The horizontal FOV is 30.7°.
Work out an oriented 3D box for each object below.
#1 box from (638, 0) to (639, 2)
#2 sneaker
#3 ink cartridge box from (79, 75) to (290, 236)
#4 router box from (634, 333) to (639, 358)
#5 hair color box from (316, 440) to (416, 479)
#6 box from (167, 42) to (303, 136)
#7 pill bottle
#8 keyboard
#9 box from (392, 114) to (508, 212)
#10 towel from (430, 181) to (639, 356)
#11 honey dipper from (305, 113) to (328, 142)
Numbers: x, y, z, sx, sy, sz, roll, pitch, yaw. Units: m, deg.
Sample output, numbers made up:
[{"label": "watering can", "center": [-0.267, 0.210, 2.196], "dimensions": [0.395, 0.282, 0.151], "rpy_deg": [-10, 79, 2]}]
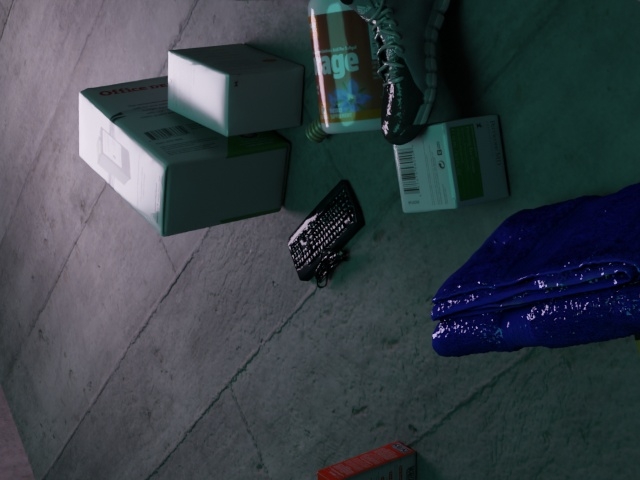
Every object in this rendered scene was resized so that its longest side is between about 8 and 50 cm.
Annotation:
[{"label": "box", "center": [0.343, -0.287, 0.954], "dimensions": [0.232, 0.058, 0.322], "rpy_deg": [-51, 55, 12]}, {"label": "sneaker", "center": [0.069, -0.230, 1.329], "dimensions": [0.086, 0.132, 0.229], "rpy_deg": [-11, 65, 54]}, {"label": "ink cartridge box", "center": [-0.214, -0.139, 1.771], "dimensions": [0.289, 0.211, 0.122], "rpy_deg": [39, 132, 44]}, {"label": "router box", "center": [0.431, 0.118, 1.030], "dimensions": [0.309, 0.081, 0.243], "rpy_deg": [-19, 85, 56]}, {"label": "hair color box", "center": [0.063, 0.330, 1.578], "dimensions": [0.043, 0.141, 0.072], "rpy_deg": [22, 118, 51]}, {"label": "box", "center": [-0.125, -0.221, 1.684], "dimensions": [0.170, 0.130, 0.091], "rpy_deg": [30, 123, 48]}, {"label": "pill bottle", "center": [0.048, -0.244, 1.433], "dimensions": [0.121, 0.121, 0.216], "rpy_deg": [4, 104, 55]}, {"label": "keyboard", "center": [0.000, 0.000, 1.658], "dimensions": [0.192, 0.038, 0.100], "rpy_deg": [-48, 61, 51]}, {"label": "box", "center": [0.151, -0.089, 1.363], "dimensions": [0.102, 0.087, 0.101], "rpy_deg": [-2, 99, 55]}, {"label": "towel", "center": [0.255, 0.012, 1.127], "dimensions": [0.076, 0.228, 0.308], "rpy_deg": [53, 148, -15]}, {"label": "honey dipper", "center": [0.030, -0.180, 1.562], "dimensions": [0.160, 0.030, 0.030], "rpy_deg": [-39, 68, 51]}]
